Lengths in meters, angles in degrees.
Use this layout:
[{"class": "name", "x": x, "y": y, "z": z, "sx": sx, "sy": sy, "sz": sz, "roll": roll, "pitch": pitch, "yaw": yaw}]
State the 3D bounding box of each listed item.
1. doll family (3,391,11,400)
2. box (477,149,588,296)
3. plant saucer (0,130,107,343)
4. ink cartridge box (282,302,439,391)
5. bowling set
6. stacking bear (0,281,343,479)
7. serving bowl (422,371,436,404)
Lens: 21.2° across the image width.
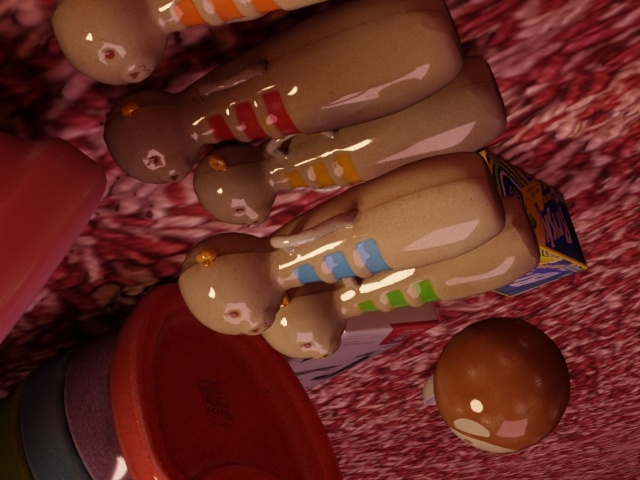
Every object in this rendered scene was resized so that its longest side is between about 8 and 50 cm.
[{"class": "doll family", "x": -0.249, "y": 0.160, "z": 1.213, "sx": 0.193, "sy": 0.076, "sz": 0.111, "roll": -12, "pitch": 169, "yaw": 0}, {"class": "box", "x": 0.108, "y": -0.007, "z": 1.034, "sx": 0.059, "sy": 0.054, "sz": 0.169, "roll": -22, "pitch": 165, "yaw": 19}, {"class": "plant saucer", "x": -0.215, "y": 0.079, "z": 0.653, "sx": 0.332, "sy": 0.084, "sz": 0.332, "roll": -49, "pitch": -171, "yaw": 10}, {"class": "ink cartridge box", "x": -0.005, "y": 0.058, "z": 1.134, "sx": 0.099, "sy": 0.056, "sz": 0.135, "roll": -2, "pitch": 158, "yaw": -48}, {"class": "bowling set", "x": 0.000, "y": 0.000, "z": 0.683, "sx": 0.154, "sy": 0.199, "sz": 0.287, "roll": -19, "pitch": 161, "yaw": 12}, {"class": "stacking bear", "x": -0.156, "y": 0.164, "z": 1.073, "sx": 0.289, "sy": 0.164, "sz": 0.175, "roll": -35, "pitch": 147, "yaw": 27}, {"class": "serving bowl", "x": 0.132, "y": 0.128, "z": 1.596, "sx": 0.083, "sy": 0.027, "sz": 0.083, "roll": -16, "pitch": 166, "yaw": -4}]
